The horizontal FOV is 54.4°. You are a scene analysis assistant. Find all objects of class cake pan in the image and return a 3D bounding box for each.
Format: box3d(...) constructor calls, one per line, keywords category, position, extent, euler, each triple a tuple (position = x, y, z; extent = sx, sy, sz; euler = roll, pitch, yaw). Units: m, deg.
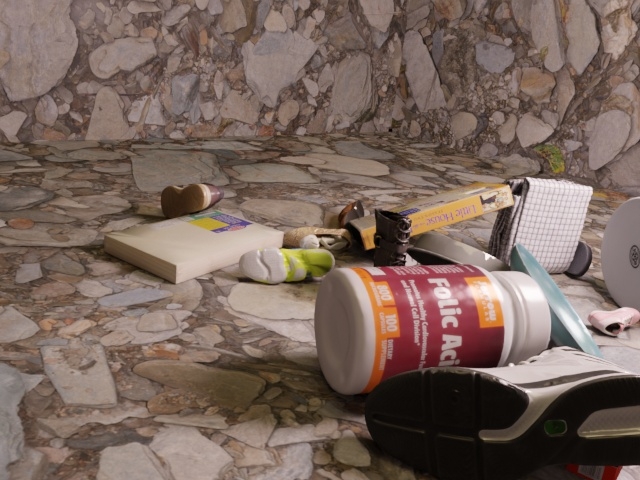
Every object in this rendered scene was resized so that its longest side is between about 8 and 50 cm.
box3d(category="cake pan", position=(0.346, 0.063, 1.476), extent=(0.293, 0.054, 0.293), euler=(26, -6, 3))

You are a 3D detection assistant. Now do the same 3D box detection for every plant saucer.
box3d(category="plant saucer", position=(0.488, 0.146, 1.301), extent=(0.317, 0.044, 0.317), euler=(45, 22, -23))

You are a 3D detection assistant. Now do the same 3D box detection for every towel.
box3d(category="towel", position=(0.623, -0.047, 1.799), extent=(0.235, 0.283, 0.121), euler=(2, 19, -19))

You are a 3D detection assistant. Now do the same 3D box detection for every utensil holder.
box3d(category="utensil holder", position=(0.988, 0.043, 1.617), extent=(0.386, 0.327, 0.327), euler=(1, 19, -8))

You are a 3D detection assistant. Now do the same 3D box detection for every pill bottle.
box3d(category="pill bottle", position=(0.206, 0.156, 1.149), extent=(0.392, 0.224, 0.224), euler=(-1, 20, -21))

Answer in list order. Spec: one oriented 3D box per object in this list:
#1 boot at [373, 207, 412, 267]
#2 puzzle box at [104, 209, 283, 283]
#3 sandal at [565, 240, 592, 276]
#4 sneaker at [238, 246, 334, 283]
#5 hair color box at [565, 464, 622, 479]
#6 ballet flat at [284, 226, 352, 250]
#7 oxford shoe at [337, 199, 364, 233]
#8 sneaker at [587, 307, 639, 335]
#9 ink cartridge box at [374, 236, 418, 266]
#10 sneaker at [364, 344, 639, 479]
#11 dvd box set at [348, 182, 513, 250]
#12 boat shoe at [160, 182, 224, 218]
box3d(category="boot", position=(0.174, 0.054, 1.428), extent=(0.091, 0.228, 0.263), euler=(-2, 21, -25))
box3d(category="puzzle box", position=(-0.327, 0.004, 1.675), extent=(0.272, 0.052, 0.409), euler=(18, 22, 32))
box3d(category="sandal", position=(0.781, 0.044, 1.900), extent=(0.054, 0.097, 0.254), euler=(34, 20, -3))
box3d(category="sneaker", position=(-0.090, 0.061, 1.577), extent=(0.240, 0.091, 0.126), euler=(2, 1, -12))
box3d(category="hair color box", position=(0.452, 0.333, 0.997), extent=(0.072, 0.043, 0.141), euler=(17, 21, 33))
box3d(category="ballet flat", position=(0.000, 0.000, 1.783), extent=(0.206, 0.073, 0.067), euler=(-4, 36, -20))
box3d(category="oxford shoe", position=(0.089, -0.064, 2.029), extent=(0.076, 0.076, 0.212), euler=(-20, 14, 20))
box3d(category="sneaker", position=(0.714, 0.197, 1.481), extent=(0.134, 0.050, 0.070), euler=(-1, 22, -12))
box3d(category="ink cartridge box", position=(0.236, 0.032, 1.783), extent=(0.135, 0.056, 0.099), euler=(-12, 26, -43))
box3d(category="sneaker", position=(0.305, 0.268, 1.009), extent=(0.448, 0.169, 0.257), euler=(-2, -2, 10))
box3d(category="dvd box set", position=(0.301, -0.077, 1.797), extent=(0.421, 0.062, 0.307), euler=(-17, 8, -2))
box3d(category="boat shoe", position=(-0.391, -0.123, 1.880), extent=(0.092, 0.102, 0.285), euler=(-5, -1, -40))
